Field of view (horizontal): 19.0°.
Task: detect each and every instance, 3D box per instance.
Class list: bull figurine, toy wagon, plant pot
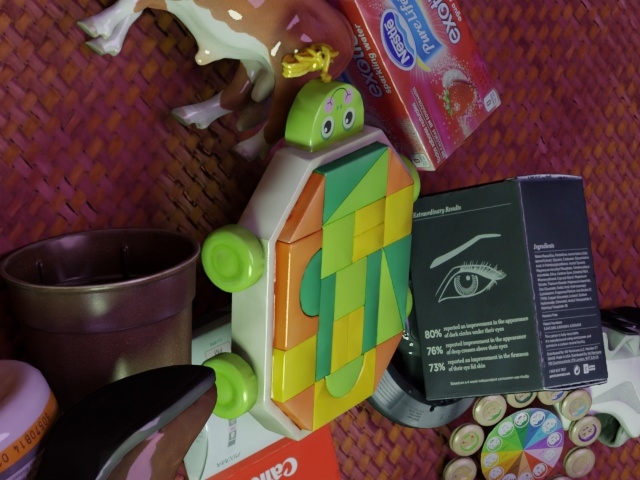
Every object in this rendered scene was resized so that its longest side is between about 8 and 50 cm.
[{"bbox_3d":[-0.107,-0.216,1.655,0.310,0.101,0.188,39,81,-20],"label":"bull figurine"},{"bbox_3d":[0.000,0.000,1.673,0.267,0.068,0.344,-27,127,-51],"label":"toy wagon"},{"bbox_3d":[-0.176,0.090,1.587,0.167,0.167,0.165,-20,113,-42],"label":"plant pot"}]

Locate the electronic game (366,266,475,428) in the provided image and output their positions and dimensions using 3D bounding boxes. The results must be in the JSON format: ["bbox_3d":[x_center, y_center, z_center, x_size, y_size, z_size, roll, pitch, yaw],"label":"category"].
[{"bbox_3d":[0.097,0.074,1.914,0.229,0.048,0.229,10,76,-45],"label":"electronic game"}]

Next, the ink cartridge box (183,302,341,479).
[{"bbox_3d":[-0.046,0.167,1.776,0.189,0.066,0.232,-25,104,-41],"label":"ink cartridge box"}]

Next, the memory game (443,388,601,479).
[{"bbox_3d":[0.212,0.221,1.994,0.186,0.012,0.186,-10,117,-21],"label":"memory game"}]

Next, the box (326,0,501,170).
[{"bbox_3d":[0.048,-0.200,1.805,0.122,0.128,0.257,-44,120,-33],"label":"box"}]

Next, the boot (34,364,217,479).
[{"bbox_3d":[-0.127,0.265,1.454,0.264,0.096,0.280,-51,128,-44],"label":"boot"}]

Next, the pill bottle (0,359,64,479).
[{"bbox_3d":[-0.239,0.247,1.516,0.162,0.162,0.278,-39,116,-36],"label":"pill bottle"}]

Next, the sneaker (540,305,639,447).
[{"bbox_3d":[0.352,0.154,2.129,0.330,0.122,0.146,3,102,-41],"label":"sneaker"}]

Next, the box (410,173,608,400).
[{"bbox_3d":[0.179,0.047,1.856,0.108,0.153,0.207,-2,85,-46],"label":"box"}]
